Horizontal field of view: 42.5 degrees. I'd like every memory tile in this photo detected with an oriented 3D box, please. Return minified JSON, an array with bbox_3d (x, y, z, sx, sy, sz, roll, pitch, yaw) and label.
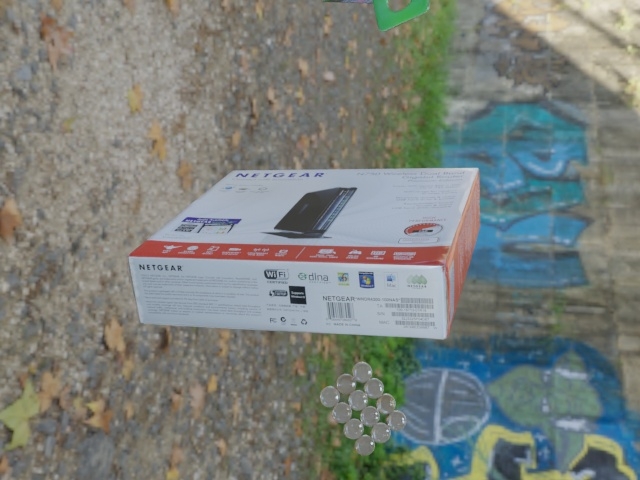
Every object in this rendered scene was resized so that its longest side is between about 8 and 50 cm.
[{"bbox_3d":[0.078,0.304,1.491,0.148,0.113,0.012,55,-13,-4],"label":"memory tile"}]

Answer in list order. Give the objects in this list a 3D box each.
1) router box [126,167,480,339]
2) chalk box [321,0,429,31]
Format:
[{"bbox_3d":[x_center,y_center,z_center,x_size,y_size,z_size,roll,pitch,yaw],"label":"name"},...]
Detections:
[{"bbox_3d":[0.000,0.000,0.947,0.301,0.335,0.082,-55,142,-62],"label":"router box"},{"bbox_3d":[0.064,-0.342,0.906,0.132,0.132,0.213,-25,96,-56],"label":"chalk box"}]
